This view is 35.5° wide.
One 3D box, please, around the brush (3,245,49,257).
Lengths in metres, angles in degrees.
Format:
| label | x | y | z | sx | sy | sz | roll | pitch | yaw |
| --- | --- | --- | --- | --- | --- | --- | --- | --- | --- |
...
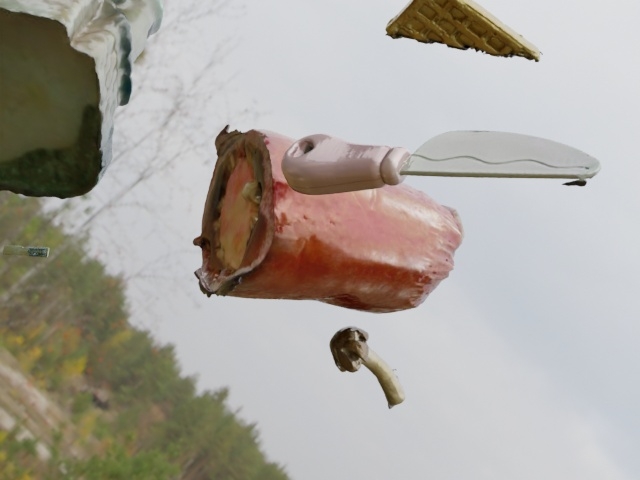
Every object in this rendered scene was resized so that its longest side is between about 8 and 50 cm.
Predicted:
| label | x | y | z | sx | sy | sz | roll | pitch | yaw |
| --- | --- | --- | --- | --- | --- | --- | --- | --- | --- |
| brush | -0.488 | 0.018 | 1.651 | 0.083 | 0.016 | 0.013 | 3 | -6 | 15 |

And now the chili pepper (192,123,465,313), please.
| label | x | y | z | sx | sy | sz | roll | pitch | yaw |
| --- | --- | --- | --- | --- | --- | --- | --- | --- | --- |
| chili pepper | 0.000 | 0.000 | 1.286 | 0.305 | 0.229 | 0.251 | 20 | -17 | -31 |

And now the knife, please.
| label | x | y | z | sx | sy | sz | roll | pitch | yaw |
| --- | --- | --- | --- | --- | --- | --- | --- | --- | --- |
| knife | 0.110 | -0.076 | 0.957 | 0.335 | 0.081 | 0.043 | 3 | -45 | 32 |

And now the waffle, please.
| label | x | y | z | sx | sy | sz | roll | pitch | yaw |
| --- | --- | --- | --- | --- | --- | --- | --- | --- | --- |
| waffle | 0.157 | -0.219 | 1.099 | 0.152 | 0.023 | 0.097 | 32 | -43 | -13 |

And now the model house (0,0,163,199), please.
| label | x | y | z | sx | sy | sz | roll | pitch | yaw |
| --- | --- | --- | --- | --- | --- | --- | --- | --- | --- |
| model house | -0.349 | -0.236 | 1.182 | 0.298 | 0.284 | 0.243 | 12 | -46 | 5 |

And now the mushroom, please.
| label | x | y | z | sx | sy | sz | roll | pitch | yaw |
| --- | --- | --- | --- | --- | --- | --- | --- | --- | --- |
| mushroom | 0.072 | 0.187 | 1.392 | 0.187 | 0.060 | 0.061 | 51 | 32 | -37 |
